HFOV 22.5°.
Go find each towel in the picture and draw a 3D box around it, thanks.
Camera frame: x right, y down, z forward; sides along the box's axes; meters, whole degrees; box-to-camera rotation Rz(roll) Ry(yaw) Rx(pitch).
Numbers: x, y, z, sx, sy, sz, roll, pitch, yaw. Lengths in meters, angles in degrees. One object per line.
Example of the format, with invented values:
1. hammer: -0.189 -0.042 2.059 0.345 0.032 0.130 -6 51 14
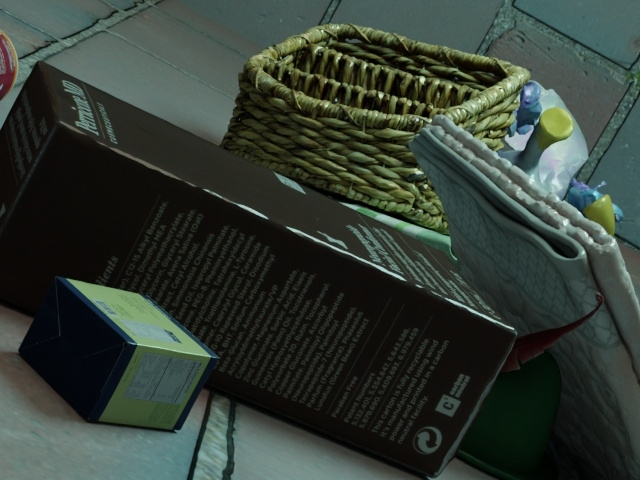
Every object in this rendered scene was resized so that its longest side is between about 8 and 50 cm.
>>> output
1. towel: 0.113 0.005 1.825 0.248 0.038 0.325 20 0 -42
2. towel: 0.203 0.072 1.446 0.332 0.053 0.317 46 -18 58

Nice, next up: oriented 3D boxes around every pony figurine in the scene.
1. pony figurine: 0.251 -0.067 2.088 0.351 0.303 0.363 57 -7 19

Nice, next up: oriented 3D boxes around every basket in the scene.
1. basket: 0.052 -0.154 1.870 0.299 0.223 0.213 21 1 33

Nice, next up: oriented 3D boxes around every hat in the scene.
1. hat: 0.172 0.090 1.353 0.173 0.183 0.208 17 16 -42

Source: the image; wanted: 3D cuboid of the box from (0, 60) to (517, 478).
1. box: -0.064 0.020 1.204 0.381 0.143 0.191 23 12 -21

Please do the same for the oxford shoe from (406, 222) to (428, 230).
1. oxford shoe: 0.133 -0.048 1.978 0.212 0.076 0.076 18 1 37

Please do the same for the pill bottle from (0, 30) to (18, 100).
1. pill bottle: -0.335 -0.156 1.463 0.086 0.086 0.152 29 11 0

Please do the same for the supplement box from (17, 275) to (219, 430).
1. supplement box: -0.126 0.071 1.007 0.083 0.056 0.083 37 13 37
